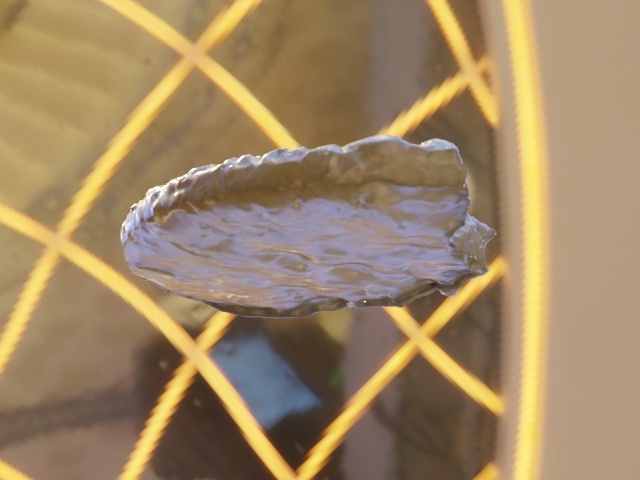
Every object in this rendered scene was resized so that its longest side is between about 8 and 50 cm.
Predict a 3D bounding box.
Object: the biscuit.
[{"bbox_3d":[0.000,0.000,0.913,0.188,0.265,0.040,8,-107,-22],"label":"biscuit"}]
